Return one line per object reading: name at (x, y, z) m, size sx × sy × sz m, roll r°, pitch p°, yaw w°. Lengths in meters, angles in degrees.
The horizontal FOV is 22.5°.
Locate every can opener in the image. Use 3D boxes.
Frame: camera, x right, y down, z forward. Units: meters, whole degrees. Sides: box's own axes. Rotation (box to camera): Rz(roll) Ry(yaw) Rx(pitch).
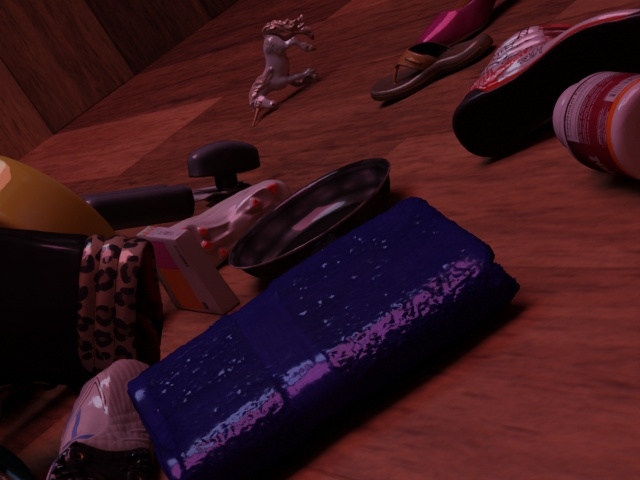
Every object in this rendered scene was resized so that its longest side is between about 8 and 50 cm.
can opener at (-0.196, -0.062, 2.009) m, size 0.280 × 0.093 × 0.074 m, roll -16°, pitch 10°, yaw -41°

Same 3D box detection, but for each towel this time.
towel at (-0.002, 0.092, 1.303) m, size 0.308 × 0.076 × 0.227 m, roll -34°, pitch 22°, yaw -4°

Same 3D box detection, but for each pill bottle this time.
pill bottle at (0.251, -0.096, 1.325) m, size 0.086 × 0.086 × 0.152 m, roll -35°, pitch 15°, yaw -7°

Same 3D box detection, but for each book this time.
book at (-0.146, 0.030, 1.724) m, size 0.035 × 0.096 × 0.144 m, roll -38°, pitch 16°, yaw -17°

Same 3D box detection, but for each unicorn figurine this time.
unicorn figurine at (-0.060, -0.263, 2.475) m, size 0.111 × 0.162 × 0.060 m, roll -7°, pitch 9°, yaw -5°

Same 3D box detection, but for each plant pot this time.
plant pot at (-0.390, 0.066, 1.882) m, size 0.254 × 0.254 × 0.239 m, roll -14°, pitch 41°, yaw 51°

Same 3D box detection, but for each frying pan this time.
frying pan at (0.021, -0.018, 1.620) m, size 0.197 × 0.053 × 0.326 m, roll -38°, pitch 18°, yaw -19°

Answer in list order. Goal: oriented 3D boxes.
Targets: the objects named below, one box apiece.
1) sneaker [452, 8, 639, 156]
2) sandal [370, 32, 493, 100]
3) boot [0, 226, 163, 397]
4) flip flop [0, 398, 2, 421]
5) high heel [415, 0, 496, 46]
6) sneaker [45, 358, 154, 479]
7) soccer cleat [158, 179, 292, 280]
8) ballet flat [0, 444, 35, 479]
sneaker at (0.257, -0.182, 1.571) m, size 0.270 × 0.090 × 0.145 m, roll -25°, pitch 19°, yaw 37°
sandal at (0.137, -0.231, 2.049) m, size 0.180 × 0.049 × 0.072 m, roll -23°, pitch 18°, yaw 34°
boot at (-0.300, 0.122, 1.565) m, size 0.284 × 0.377 × 0.138 m, roll 5°, pitch 36°, yaw 3°
flip flop at (-0.378, 0.250, 1.440) m, size 0.277 × 0.080 × 0.112 m, roll -62°, pitch 23°, yaw -11°
high heel at (0.201, -0.351, 2.159) m, size 0.244 × 0.117 × 0.082 m, roll -36°, pitch 16°, yaw -12°
sneaker at (-0.188, 0.190, 1.373) m, size 0.086 × 0.085 × 0.237 m, roll -55°, pitch 8°, yaw 26°
soccer cleat at (-0.120, -0.009, 1.868) m, size 0.196 × 0.068 × 0.076 m, roll -30°, pitch 9°, yaw -15°
ballet flat at (-0.293, 0.233, 1.468) m, size 0.070 × 0.070 × 0.188 m, roll -36°, pitch 12°, yaw -11°
